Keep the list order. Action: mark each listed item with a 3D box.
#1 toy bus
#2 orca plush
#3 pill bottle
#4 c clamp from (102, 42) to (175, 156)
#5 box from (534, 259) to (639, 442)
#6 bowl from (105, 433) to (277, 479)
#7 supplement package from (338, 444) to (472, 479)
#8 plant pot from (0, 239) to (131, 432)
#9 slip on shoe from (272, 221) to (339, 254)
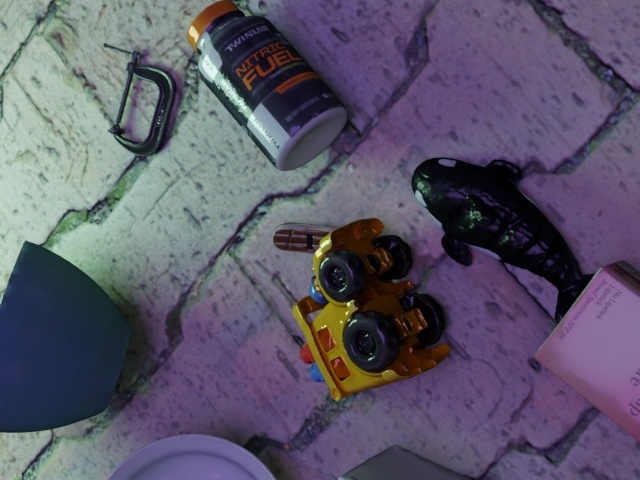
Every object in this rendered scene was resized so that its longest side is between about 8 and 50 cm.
[{"bbox_3d":[0.038,0.107,1.545,0.211,0.149,0.220,-31,81,39],"label":"toy bus"},{"bbox_3d":[0.222,-0.008,1.463,0.151,0.102,0.287,-42,75,21],"label":"orca plush"},{"bbox_3d":[-0.084,-0.226,1.585,0.130,0.130,0.245,-46,74,20],"label":"pill bottle"},{"bbox_3d":[-0.289,-0.215,1.746,0.137,0.022,0.160,14,97,19],"label":"c clamp"},{"bbox_3d":[0.405,0.152,1.369,0.232,0.127,0.148,39,107,19],"label":"box"},{"bbox_3d":[-0.183,0.436,1.632,0.298,0.134,0.297,0,75,0],"label":"bowl"},{"bbox_3d":[0.098,0.409,1.490,0.149,0.194,0.203,21,102,23],"label":"supplement package"},{"bbox_3d":[-0.399,0.166,1.700,0.195,0.290,0.290,19,102,-12],"label":"plant pot"},{"bbox_3d":[0.000,0.000,1.605,0.135,0.041,0.051,6,112,9],"label":"slip on shoe"}]
